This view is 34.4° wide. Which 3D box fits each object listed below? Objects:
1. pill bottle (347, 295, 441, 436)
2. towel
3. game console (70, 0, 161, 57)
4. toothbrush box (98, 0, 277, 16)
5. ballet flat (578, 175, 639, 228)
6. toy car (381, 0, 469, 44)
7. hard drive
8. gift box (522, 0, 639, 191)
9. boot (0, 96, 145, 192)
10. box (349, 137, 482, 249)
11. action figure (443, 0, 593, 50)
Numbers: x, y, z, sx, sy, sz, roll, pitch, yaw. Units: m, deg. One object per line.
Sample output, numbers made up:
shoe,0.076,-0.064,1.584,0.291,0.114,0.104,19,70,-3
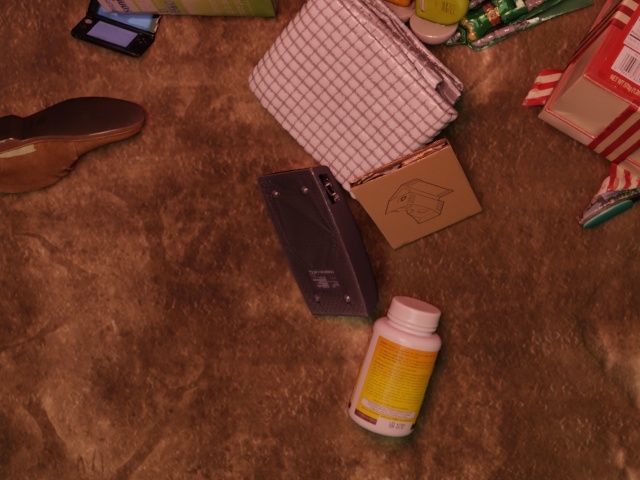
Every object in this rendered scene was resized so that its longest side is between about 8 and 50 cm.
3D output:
pill bottle,0.127,0.205,1.702,0.117,0.117,0.214,17,101,4
towel,0.058,-0.239,1.607,0.284,0.121,0.235,44,123,-1
game console,-0.330,-0.366,1.690,0.122,0.107,0.071,19,129,4
toothbrush box,-0.214,-0.435,1.580,0.283,0.206,0.122,4,82,4
ballet flat,0.491,-0.083,1.651,0.189,0.070,0.070,-25,95,8
toy car,0.163,-0.406,1.595,0.182,0.159,0.136,30,59,24
hard drive,0.000,0.000,1.667,0.054,0.172,0.254,-30,105,-33
gift box,0.469,-0.228,1.513,0.255,0.258,0.276,36,83,3
boot,-0.434,-0.160,1.736,0.306,0.112,0.115,-11,128,4
box,0.154,-0.069,1.632,0.165,0.201,0.021,-24,55,10
action figure,0.294,-0.369,1.624,0.232,0.063,0.137,-30,98,14
